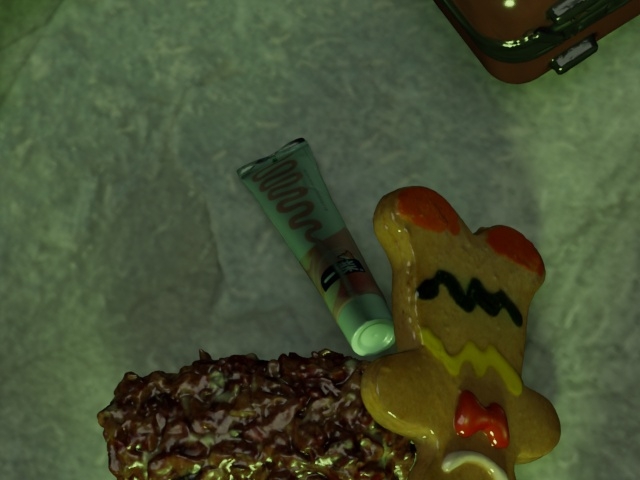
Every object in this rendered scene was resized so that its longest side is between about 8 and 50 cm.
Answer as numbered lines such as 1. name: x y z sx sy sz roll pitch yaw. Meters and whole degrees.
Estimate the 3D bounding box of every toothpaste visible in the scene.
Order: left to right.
1. toothpaste: 0.000 0.000 1.163 0.056 0.036 0.205 -26 45 -4

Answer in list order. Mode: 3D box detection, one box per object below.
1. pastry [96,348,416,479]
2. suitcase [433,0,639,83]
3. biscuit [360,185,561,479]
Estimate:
1. pastry: -0.040 0.135 1.120 0.208 0.097 0.115 -4 53 7
2. suitcase: 0.185 -0.274 1.186 0.297 0.161 0.236 -33 70 -2
3. biscuit: 0.097 0.093 1.089 0.036 0.165 0.250 -24 55 47
